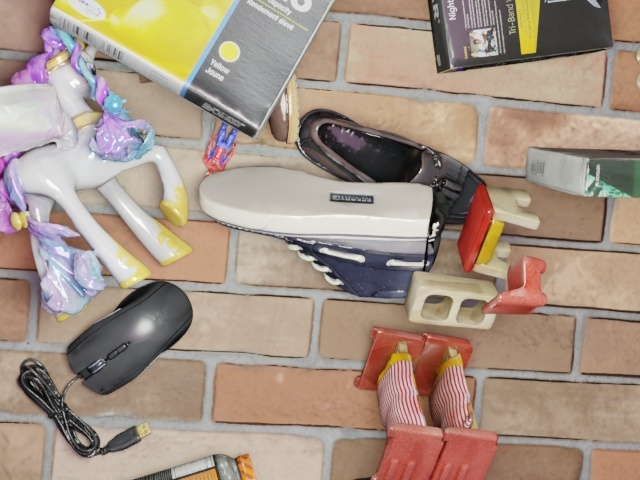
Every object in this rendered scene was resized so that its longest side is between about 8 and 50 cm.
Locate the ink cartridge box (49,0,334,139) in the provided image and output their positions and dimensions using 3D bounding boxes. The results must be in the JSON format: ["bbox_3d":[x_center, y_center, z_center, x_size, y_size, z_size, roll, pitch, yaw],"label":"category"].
[{"bbox_3d":[-0.141,-0.337,1.419,0.303,0.072,0.307,29,78,-6],"label":"ink cartridge box"}]

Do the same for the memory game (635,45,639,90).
[{"bbox_3d":[0.557,-0.258,1.628,0.186,0.012,0.186,-1,93,-9],"label":"memory game"}]

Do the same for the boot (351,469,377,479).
[{"bbox_3d":[0.086,0.399,1.594,0.106,0.037,0.114,-23,102,-4],"label":"boot"}]

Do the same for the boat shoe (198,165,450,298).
[{"bbox_3d":[0.000,0.000,1.504,0.340,0.127,0.158,7,127,4],"label":"boat shoe"}]

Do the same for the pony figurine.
[{"bbox_3d":[-0.351,-0.091,1.400,0.351,0.303,0.363,-30,95,-38],"label":"pony figurine"}]

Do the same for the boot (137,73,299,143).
[{"bbox_3d":[-0.145,-0.235,1.490,0.207,0.090,0.248,-14,89,-6],"label":"boot"}]

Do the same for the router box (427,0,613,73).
[{"bbox_3d":[0.270,-0.405,1.540,0.243,0.081,0.309,-8,95,-8],"label":"router box"}]

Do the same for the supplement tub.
[{"bbox_3d":[-0.178,0.367,1.508,0.190,0.117,0.117,-15,96,-7],"label":"supplement tub"}]

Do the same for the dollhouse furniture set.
[{"bbox_3d":[0.167,0.129,1.425,0.152,0.201,0.374,7,124,-11],"label":"dollhouse furniture set"}]

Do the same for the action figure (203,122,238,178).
[{"bbox_3d":[-0.136,-0.138,1.526,0.038,0.030,0.115,23,92,-14],"label":"action figure"}]

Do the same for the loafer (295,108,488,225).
[{"bbox_3d":[0.107,-0.097,1.529,0.302,0.095,0.109,23,91,-9],"label":"loafer"}]

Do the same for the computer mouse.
[{"bbox_3d":[-0.271,0.188,1.510,0.262,0.060,0.184,-33,97,-5],"label":"computer mouse"}]

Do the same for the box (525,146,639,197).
[{"bbox_3d":[0.477,-0.092,1.516,0.322,0.232,0.058,0,98,-8],"label":"box"}]
